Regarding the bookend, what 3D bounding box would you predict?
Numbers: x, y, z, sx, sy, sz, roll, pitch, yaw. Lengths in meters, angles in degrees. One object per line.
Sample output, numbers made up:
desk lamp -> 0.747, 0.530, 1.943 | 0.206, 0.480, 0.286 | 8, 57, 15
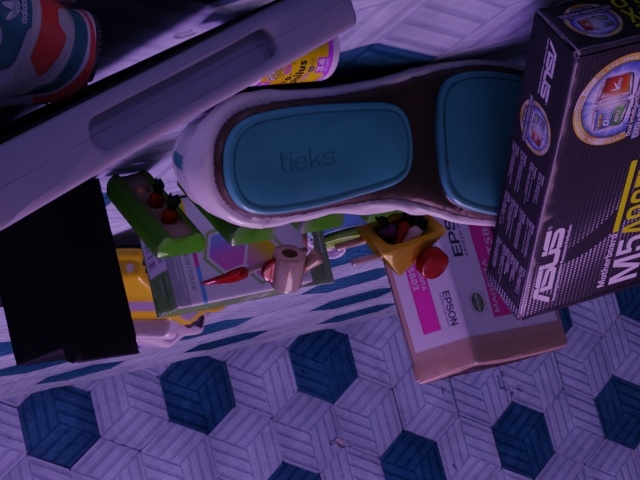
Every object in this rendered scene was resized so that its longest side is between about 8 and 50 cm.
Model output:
bookend -> -0.248, 0.043, 1.199 | 0.156, 0.157, 0.072 | -22, 169, 39

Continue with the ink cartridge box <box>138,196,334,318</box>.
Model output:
ink cartridge box -> -0.074, 0.005, 1.410 | 0.209, 0.109, 0.062 | -10, 171, -29

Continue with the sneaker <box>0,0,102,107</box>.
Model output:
sneaker -> -0.186, -0.083, 0.662 | 0.161, 0.057, 0.075 | -17, 158, 27

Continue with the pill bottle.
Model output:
pill bottle -> -0.032, -0.120, 0.874 | 0.083, 0.043, 0.043 | -9, 170, -33

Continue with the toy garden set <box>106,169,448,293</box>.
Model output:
toy garden set -> -0.027, -0.026, 1.175 | 0.244, 0.204, 0.049 | -10, 126, -30

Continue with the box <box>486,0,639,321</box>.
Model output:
box -> 0.251, -0.074, 1.081 | 0.216, 0.060, 0.270 | -15, 136, -21

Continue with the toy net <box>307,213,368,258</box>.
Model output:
toy net -> 0.000, 0.000, 1.733 | 0.122, 0.045, 0.232 | -15, 172, 0

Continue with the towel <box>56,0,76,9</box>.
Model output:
towel -> -0.240, -0.100, 0.711 | 0.197, 0.029, 0.144 | -18, 174, 22

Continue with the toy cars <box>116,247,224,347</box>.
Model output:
toy cars -> -0.205, 0.086, 1.639 | 0.177, 0.087, 0.394 | 9, 167, -10

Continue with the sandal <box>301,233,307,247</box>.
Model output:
sandal -> -0.093, 0.020, 1.585 | 0.079, 0.088, 0.240 | -4, 175, -22

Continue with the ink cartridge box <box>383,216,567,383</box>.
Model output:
ink cartridge box -> 0.162, 0.026, 1.533 | 0.088, 0.234, 0.193 | -22, 170, 39

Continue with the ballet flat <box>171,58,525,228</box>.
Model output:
ballet flat -> 0.060, -0.077, 1.123 | 0.400, 0.139, 0.139 | -5, 168, -31

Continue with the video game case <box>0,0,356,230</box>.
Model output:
video game case -> -0.181, -0.038, 0.763 | 0.329, 0.036, 0.300 | -16, -166, 40
